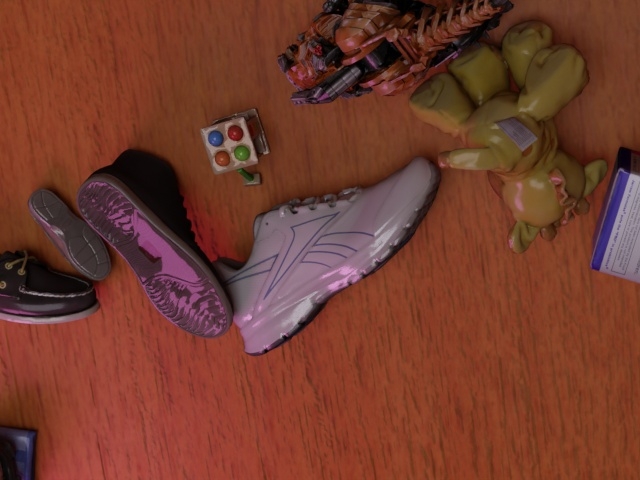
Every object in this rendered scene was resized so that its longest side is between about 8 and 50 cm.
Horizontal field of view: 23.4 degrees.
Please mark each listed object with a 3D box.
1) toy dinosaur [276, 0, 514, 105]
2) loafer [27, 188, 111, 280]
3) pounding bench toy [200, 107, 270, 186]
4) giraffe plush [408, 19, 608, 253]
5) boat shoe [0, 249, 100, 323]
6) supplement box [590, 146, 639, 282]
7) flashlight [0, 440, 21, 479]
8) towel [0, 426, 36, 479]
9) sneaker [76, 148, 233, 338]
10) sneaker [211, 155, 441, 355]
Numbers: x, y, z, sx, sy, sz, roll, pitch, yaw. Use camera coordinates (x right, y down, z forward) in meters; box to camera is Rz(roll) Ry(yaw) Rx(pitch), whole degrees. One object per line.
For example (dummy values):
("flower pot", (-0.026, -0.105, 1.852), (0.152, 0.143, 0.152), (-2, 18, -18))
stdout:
("toy dinosaur", (0.081, -0.202, 1.507), (0.322, 0.218, 0.164), (21, 151, 45))
("loafer", (-0.284, -0.005, 1.747), (0.045, 0.039, 0.125), (-42, 95, -25))
("pounding bench toy", (-0.087, -0.092, 1.664), (0.052, 0.065, 0.083), (-15, 102, 15))
("giraffe plush", (0.210, -0.092, 1.565), (0.181, 0.210, 0.170), (-24, 128, 13))
("boat shoe", (-0.360, 0.045, 1.748), (0.227, 0.081, 0.069), (6, 110, 13))
("supplement box", (0.394, -0.005, 1.565), (0.220, 0.111, 0.114), (16, 108, 7))
("flashlight", (-0.508, 0.296, 1.806), (0.304, 0.103, 0.103), (-8, 74, 12))
("towel", (-0.482, 0.307, 1.871), (0.285, 0.034, 0.209), (6, 104, 8))
("sneaker", (-0.158, -0.003, 1.677), (0.083, 0.118, 0.222), (-33, 101, 29))
("sneaker", (0.000, 0.000, 1.653), (0.297, 0.111, 0.129), (-38, 88, 17))
